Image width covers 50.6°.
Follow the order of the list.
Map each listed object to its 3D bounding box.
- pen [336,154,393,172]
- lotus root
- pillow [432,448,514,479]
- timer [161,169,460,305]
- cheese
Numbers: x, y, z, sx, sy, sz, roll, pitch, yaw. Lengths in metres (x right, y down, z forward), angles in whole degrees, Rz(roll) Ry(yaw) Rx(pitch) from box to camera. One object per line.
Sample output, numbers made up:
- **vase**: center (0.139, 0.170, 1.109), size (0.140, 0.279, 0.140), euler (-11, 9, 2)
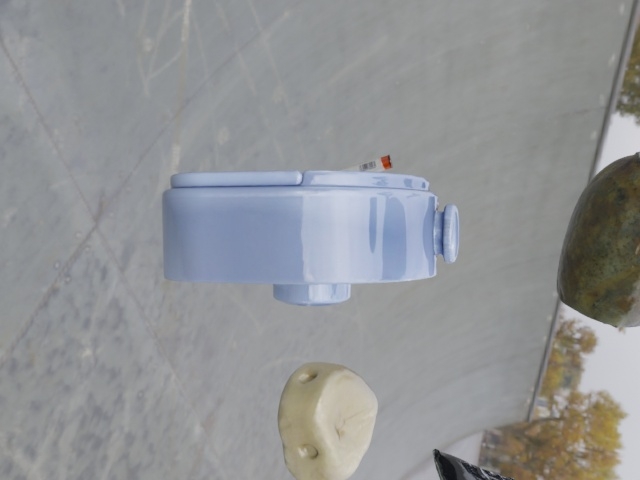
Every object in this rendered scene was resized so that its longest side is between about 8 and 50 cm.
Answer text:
- **pen**: center (0.016, -0.109, 1.217), size (0.028, 0.238, 0.028), euler (-15, 90, -71)
- **lotus root**: center (0.641, -0.008, 1.418), size (0.250, 0.250, 0.346), euler (-53, 158, -58)
- **pillow**: center (0.238, 0.328, 0.816), size (0.141, 0.208, 0.055), euler (-106, -140, -68)
- **timer**: center (0.000, 0.000, 0.931), size (0.395, 0.394, 0.174), euler (0, 91, -73)
- **cheese**: center (0.014, 0.335, 1.237), size (0.235, 0.117, 0.218), euler (27, 64, -49)
